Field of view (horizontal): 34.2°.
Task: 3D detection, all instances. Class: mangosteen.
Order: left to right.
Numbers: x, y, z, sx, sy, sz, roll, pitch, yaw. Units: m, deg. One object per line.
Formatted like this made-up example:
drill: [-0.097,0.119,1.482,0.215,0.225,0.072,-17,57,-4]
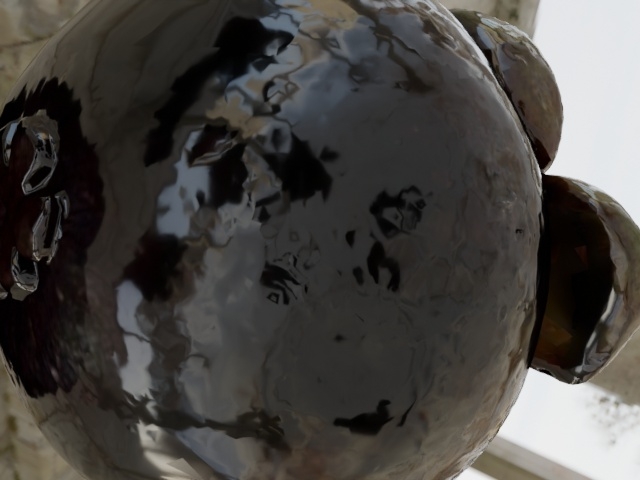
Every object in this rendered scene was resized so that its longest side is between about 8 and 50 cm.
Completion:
mangosteen: [0.000,0.000,0.680,0.435,0.382,0.382,4,-73,-36]
